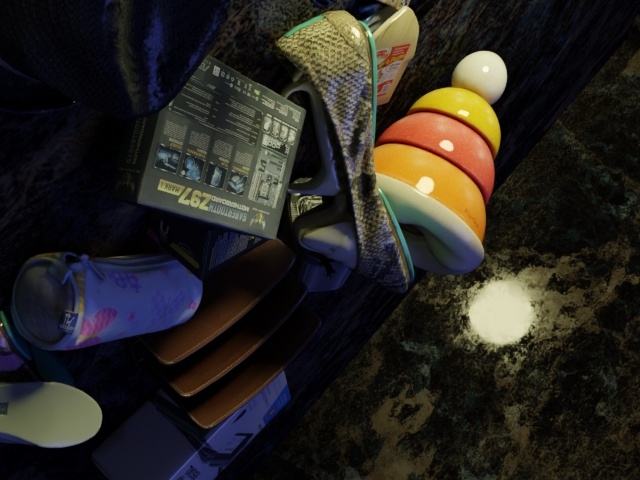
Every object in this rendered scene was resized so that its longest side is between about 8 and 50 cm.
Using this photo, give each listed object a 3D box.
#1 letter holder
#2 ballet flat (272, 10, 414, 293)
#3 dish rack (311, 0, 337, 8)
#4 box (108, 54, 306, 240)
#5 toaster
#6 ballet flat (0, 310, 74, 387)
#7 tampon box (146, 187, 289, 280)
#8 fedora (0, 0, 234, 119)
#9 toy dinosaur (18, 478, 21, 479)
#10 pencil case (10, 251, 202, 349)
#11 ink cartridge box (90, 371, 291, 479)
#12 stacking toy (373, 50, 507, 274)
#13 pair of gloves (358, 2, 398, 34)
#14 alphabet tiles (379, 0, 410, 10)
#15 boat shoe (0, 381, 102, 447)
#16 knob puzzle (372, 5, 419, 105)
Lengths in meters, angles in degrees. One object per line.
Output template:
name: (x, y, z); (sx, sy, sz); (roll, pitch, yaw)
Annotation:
letter holder: (-0.153, 0.146, 1.127); (0.302, 0.214, 0.152); (-40, 158, -29)
ballet flat: (0.019, -0.098, 1.003); (0.182, 0.164, 0.483); (-23, 122, -16)
dish rack: (-0.027, -0.361, 0.583); (0.271, 0.074, 0.208); (9, 79, -60)
box: (-0.125, -0.110, 0.782); (0.232, 0.059, 0.183); (15, 86, -52)
toaster: (0.000, 0.000, 1.228); (0.129, 0.227, 0.146); (-5, 150, -15)
ballet flat: (-0.400, 0.162, 0.840); (0.079, 0.077, 0.221); (-27, 150, -11)
tampon box: (-0.149, -0.042, 0.939); (0.161, 0.120, 0.101); (-32, 152, -42)
fedora: (-0.171, -0.219, 0.523); (0.334, 0.152, 0.334); (-43, 159, -21)
toy dinosaur: (-0.546, 0.463, 1.093); (0.082, 0.047, 0.090); (-41, 179, 32)
pencil case: (-0.276, 0.071, 0.874); (0.273, 0.113, 0.124); (4, 106, -67)
ink cartridge box: (-0.263, 0.404, 1.420); (0.395, 0.166, 0.285); (-44, 159, -19)
stacking toy: (0.269, -0.197, 1.373); (0.480, 0.350, 0.350); (-58, 163, -15)
pair of gloves: (0.079, -0.324, 1.092); (0.159, 0.023, 0.198); (-42, 159, -26)
alphabet tiles: (0.161, -0.463, 1.019); (0.237, 0.009, 0.198); (-14, 134, -59)
boat shoe: (-0.394, 0.212, 0.806); (0.227, 0.081, 0.079); (16, 72, -33)
knob puzzle: (0.099, -0.307, 1.087); (0.213, 0.030, 0.213); (-42, 160, -19)
